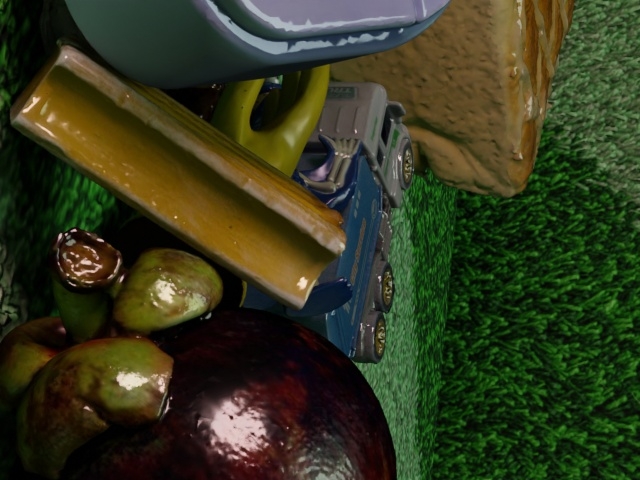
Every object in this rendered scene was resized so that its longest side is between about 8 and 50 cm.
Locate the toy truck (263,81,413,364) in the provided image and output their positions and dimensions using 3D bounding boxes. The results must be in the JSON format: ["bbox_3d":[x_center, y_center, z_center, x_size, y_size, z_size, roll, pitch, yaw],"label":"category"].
[{"bbox_3d":[0.000,0.000,1.917,0.175,0.146,0.367,68,28,-55],"label":"toy truck"}]

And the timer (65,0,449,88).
[{"bbox_3d":[-0.035,-0.296,1.253,0.395,0.173,0.395,13,72,-45],"label":"timer"}]

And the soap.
[{"bbox_3d":[-0.099,-0.052,1.249,0.073,0.232,0.140,-55,-164,4],"label":"soap"}]

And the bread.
[{"bbox_3d":[0.151,-0.300,2.209,0.390,0.279,0.371,81,19,-47],"label":"bread"}]

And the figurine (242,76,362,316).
[{"bbox_3d":[-0.051,-0.043,1.765,0.164,0.121,0.262,36,41,-33],"label":"figurine"}]

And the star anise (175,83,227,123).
[{"bbox_3d":[-0.101,-0.117,1.618,0.157,0.054,0.212,76,21,-55],"label":"star anise"}]

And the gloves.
[{"bbox_3d":[-0.071,-0.062,1.550,0.133,0.116,0.294,-36,-161,41],"label":"gloves"}]

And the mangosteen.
[{"bbox_3d":[-0.091,0.163,1.241,0.311,0.311,0.311,4,90,-78],"label":"mangosteen"}]

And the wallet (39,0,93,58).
[{"bbox_3d":[-0.143,-0.203,1.362,0.170,0.069,0.231,87,14,-50],"label":"wallet"}]
